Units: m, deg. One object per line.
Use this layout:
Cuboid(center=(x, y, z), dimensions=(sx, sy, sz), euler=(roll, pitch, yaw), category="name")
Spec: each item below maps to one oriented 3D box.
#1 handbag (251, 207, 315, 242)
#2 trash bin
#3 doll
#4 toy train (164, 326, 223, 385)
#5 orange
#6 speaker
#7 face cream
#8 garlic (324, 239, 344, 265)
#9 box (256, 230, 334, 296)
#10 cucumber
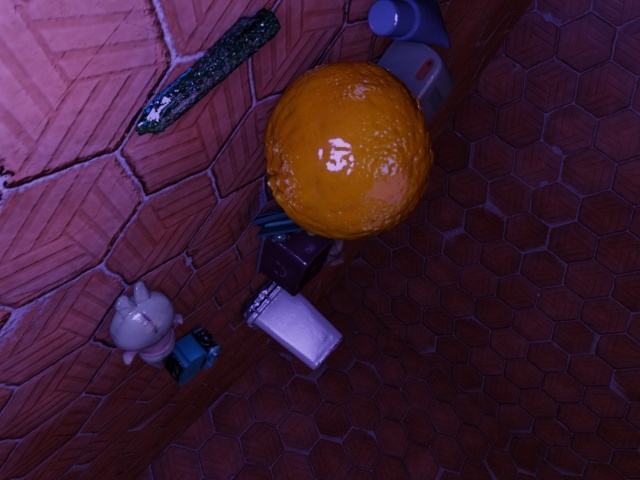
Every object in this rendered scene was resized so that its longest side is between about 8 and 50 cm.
Cuboid(center=(-0.012, -0.057, 1.297), dimensions=(0.274, 0.100, 0.269), euler=(-12, -174, 13), category="handbag")
Cuboid(center=(-0.101, 0.329, 1.939), dimensions=(0.256, 0.367, 0.296), euler=(-47, 168, -13), category="trash bin")
Cuboid(center=(-0.365, 0.184, 1.042), dimensions=(0.155, 0.113, 0.275), euler=(-41, 167, -29), category="doll")
Cuboid(center=(-0.403, 0.362, 1.544), dimensions=(0.154, 0.107, 0.198), euler=(-29, 158, -44), category="toy train")
Cuboid(center=(0.038, -0.163, 0.945), dimensions=(0.293, 0.340, 0.340), euler=(-20, 157, -21), category="orange")
Cuboid(center=(0.172, -0.333, 1.319), dimensions=(0.406, 0.183, 0.184), euler=(-53, 164, 12), category="speaker")
Cuboid(center=(0.222, -0.505, 1.128), dimensions=(0.086, 0.135, 0.385), euler=(-14, -169, 36), category="face cream")
Cuboid(center=(0.000, 0.000, 1.763), dimensions=(0.160, 0.191, 0.214), euler=(-23, 169, 1), category="garlic")
Cuboid(center=(-0.080, 0.039, 1.584), dimensions=(0.193, 0.167, 0.294), euler=(-46, 169, -29), category="box")
Cuboid(center=(-0.154, -0.231, 0.672), dimensions=(0.257, 0.043, 0.044), euler=(-47, 164, -14), category="cucumber")
